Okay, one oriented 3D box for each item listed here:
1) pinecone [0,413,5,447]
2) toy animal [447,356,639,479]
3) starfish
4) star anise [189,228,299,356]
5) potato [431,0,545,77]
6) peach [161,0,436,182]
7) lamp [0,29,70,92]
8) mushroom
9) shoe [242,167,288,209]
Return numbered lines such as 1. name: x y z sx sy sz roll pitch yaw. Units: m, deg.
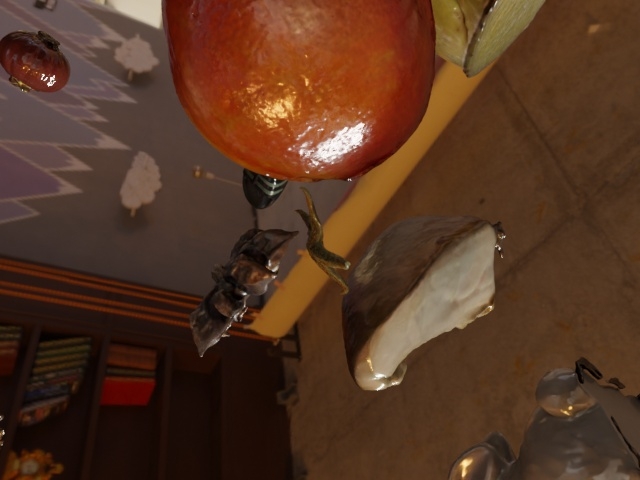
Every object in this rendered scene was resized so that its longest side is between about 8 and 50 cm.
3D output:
1. pinecone: -0.393 0.203 0.589 0.102 0.109 0.102 -60 180 0
2. toy animal: 0.303 0.338 0.771 0.258 0.194 0.357 52 -57 13
3. starfish: -0.002 0.001 0.981 0.223 0.050 0.217 38 -34 60
4. star anise: -0.127 0.072 0.815 0.262 0.081 0.230 -45 -163 55
5. potato: 0.285 -0.560 1.009 0.442 0.319 0.385 -43 167 -19
6. peach: -0.019 -0.244 0.677 0.289 0.372 0.373 -10 -116 34
7. lamp: -0.419 -0.262 0.829 0.090 0.101 0.101 -54 -151 9
8. mushroom: 0.137 0.109 1.130 0.313 0.397 0.224 13 -54 45
9. shoe: -0.075 -0.120 0.854 0.179 0.071 0.049 -53 173 29
